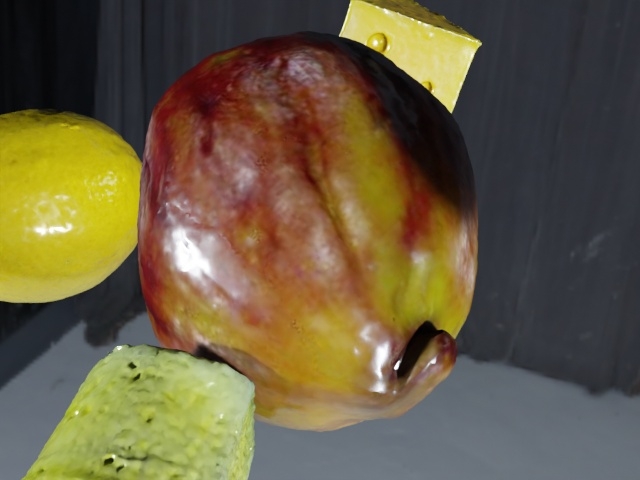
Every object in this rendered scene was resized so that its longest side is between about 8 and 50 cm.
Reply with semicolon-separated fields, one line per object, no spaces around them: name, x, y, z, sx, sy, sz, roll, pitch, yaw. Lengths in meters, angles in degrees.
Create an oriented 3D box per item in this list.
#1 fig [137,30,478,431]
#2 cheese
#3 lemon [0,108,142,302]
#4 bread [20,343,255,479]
fig;-0.008;-0.005;0.635;0.224;0.224;0.263;7;31;5
cheese;0.066;-0.188;1.035;0.126;0.093;0.171;16;21;-11
lemon;-0.337;-0.041;1.266;0.263;0.235;0.236;3;25;-11
bread;-0.090;0.125;0.538;0.111;0.129;0.114;19;52;5
